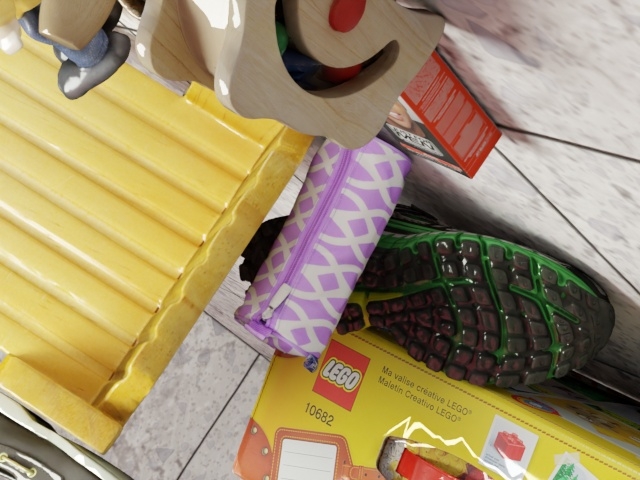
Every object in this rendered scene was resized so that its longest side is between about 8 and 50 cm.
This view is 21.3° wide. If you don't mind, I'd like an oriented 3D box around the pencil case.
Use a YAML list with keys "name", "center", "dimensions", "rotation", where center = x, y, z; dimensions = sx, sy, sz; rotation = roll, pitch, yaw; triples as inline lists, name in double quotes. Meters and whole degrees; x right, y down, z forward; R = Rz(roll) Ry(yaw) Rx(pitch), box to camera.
- name: "pencil case"
  center: [0.000, 0.000, 1.413]
  dimensions: [0.086, 0.206, 0.088]
  rotation: [21, 171, 30]

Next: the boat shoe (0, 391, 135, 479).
- name: "boat shoe"
  center: [-0.219, 0.193, 1.393]
  dimensions: [0.227, 0.069, 0.081]
  rotation: [26, 168, 36]

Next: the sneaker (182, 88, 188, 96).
- name: "sneaker"
  center: [-0.126, -0.129, 1.683]
  dimensions: [0.031, 0.035, 0.083]
  rotation: [37, 170, -16]

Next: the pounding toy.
- name: "pounding toy"
  center: [-0.052, -0.162, 0.995]
  dimensions: [0.155, 0.154, 0.269]
  rotation: [28, -172, 31]

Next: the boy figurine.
- name: "boy figurine"
  center: [-0.280, -0.227, 1.412]
  dimensions: [0.285, 0.092, 0.177]
  rotation: [34, -151, -43]

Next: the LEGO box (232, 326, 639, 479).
- name: "LEGO box"
  center: [0.230, 0.245, 1.584]
  dimensions: [0.500, 0.193, 0.372]
  rotation: [25, -173, 41]

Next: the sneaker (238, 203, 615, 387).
- name: "sneaker"
  center: [0.104, 0.024, 1.505]
  dimensions: [0.343, 0.146, 0.134]
  rotation: [16, 119, 29]

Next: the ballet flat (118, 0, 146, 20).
- name: "ballet flat"
  center: [-0.133, -0.223, 1.022]
  dimensions: [0.107, 0.106, 0.316]
  rotation: [29, 169, 27]

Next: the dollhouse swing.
- name: "dollhouse swing"
  center: [-0.221, -0.043, 1.492]
  dimensions: [0.305, 0.347, 0.315]
  rotation: [35, 170, -5]

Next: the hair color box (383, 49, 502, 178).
- name: "hair color box"
  center: [0.061, -0.103, 1.169]
  dimensions: [0.072, 0.043, 0.141]
  rotation: [26, 167, 43]

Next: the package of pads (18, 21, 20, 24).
- name: "package of pads"
  center: [-0.315, -0.243, 1.755]
  dimensions: [0.050, 0.032, 0.083]
  rotation: [44, 166, -36]
